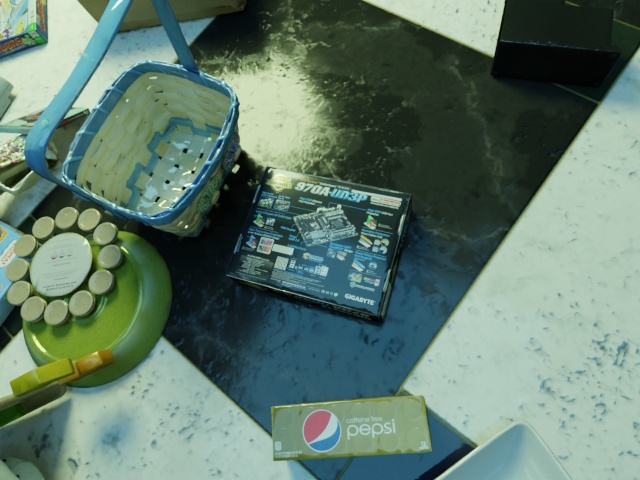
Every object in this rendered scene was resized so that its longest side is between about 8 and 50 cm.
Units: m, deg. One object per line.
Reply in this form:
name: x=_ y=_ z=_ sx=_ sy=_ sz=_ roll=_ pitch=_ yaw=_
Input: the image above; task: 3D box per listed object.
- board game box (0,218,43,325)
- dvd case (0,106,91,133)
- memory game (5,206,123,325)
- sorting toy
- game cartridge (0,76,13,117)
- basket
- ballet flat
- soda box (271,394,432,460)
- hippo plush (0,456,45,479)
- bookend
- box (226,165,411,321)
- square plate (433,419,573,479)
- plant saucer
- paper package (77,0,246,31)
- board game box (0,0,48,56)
board game box: x=-0.558 y=0.037 z=0.721 sx=0.212 sy=0.039 sz=0.160 roll=26 pitch=77 yaw=19
dvd case: x=-0.472 y=-0.208 z=0.772 sx=0.087 sy=0.013 sz=0.119 roll=6 pitch=34 yaw=13
memory game: x=-0.379 y=0.035 z=0.663 sx=0.186 sy=0.012 sz=0.186 roll=-3 pitch=70 yaw=8
sorting toy: x=-0.415 y=0.219 z=0.522 sx=0.307 sy=0.229 sz=0.041 roll=-26 pitch=80 yaw=3
game cartridge: x=-0.753 y=-0.251 z=0.856 sx=0.298 sy=0.062 sz=0.198 roll=16 pitch=70 yaw=15
basket: x=-0.222 y=-0.146 z=0.591 sx=0.201 sy=0.289 sz=0.254 roll=18 pitch=76 yaw=16
ballet flat: x=-0.528 y=-0.092 z=0.717 sx=0.077 sy=0.091 sz=0.241 roll=42 pitch=66 yaw=5
soda box: x=0.036 y=0.222 z=0.535 sx=0.182 sy=0.058 sz=0.061 roll=-7 pitch=69 yaw=7
hippo plush: x=-0.401 y=0.371 z=0.490 sx=0.235 sy=0.294 sz=0.236 roll=28 pitch=54 yaw=17
bookend: x=0.351 y=-0.323 z=0.669 sx=0.156 sy=0.072 sz=0.157 roll=11 pitch=72 yaw=13
box: x=0.000 y=0.000 z=0.626 sx=0.221 sy=0.051 sz=0.175 roll=13 pitch=73 yaw=15
square plate: x=0.173 y=0.424 z=0.441 sx=0.347 sy=0.049 sz=0.344 roll=-33 pitch=67 yaw=-3
plant saucer: x=-0.341 y=0.092 z=0.663 sx=0.241 sy=0.037 sz=0.240 roll=-4 pitch=69 yaw=10
paper package: x=-0.301 y=-0.583 z=0.833 sx=0.310 sy=0.168 sz=0.324 roll=-5 pitch=70 yaw=8
board game box: x=-0.636 y=-0.473 z=0.923 sx=0.136 sy=0.035 sz=0.201 roll=-17 pitch=68 yaw=4
